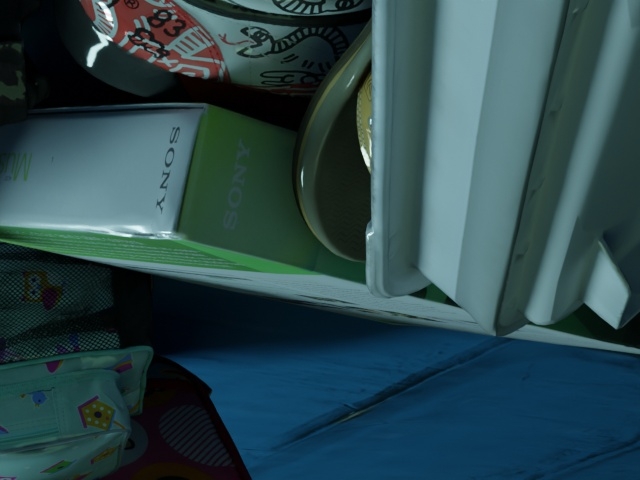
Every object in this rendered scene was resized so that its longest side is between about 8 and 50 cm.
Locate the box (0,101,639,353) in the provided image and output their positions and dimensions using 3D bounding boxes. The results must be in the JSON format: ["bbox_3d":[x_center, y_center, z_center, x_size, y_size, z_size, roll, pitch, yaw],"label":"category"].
[{"bbox_3d":[0.000,0.000,0.716,0.322,0.059,0.232,13,174,-40],"label":"box"}]

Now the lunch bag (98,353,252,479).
[{"bbox_3d":[-0.199,0.165,0.961,0.293,0.258,0.120,-4,119,-20],"label":"lunch bag"}]

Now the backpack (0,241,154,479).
[{"bbox_3d":[-0.189,0.069,0.829,0.188,0.144,0.166,1,162,-10],"label":"backpack"}]

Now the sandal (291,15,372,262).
[{"bbox_3d":[0.041,-0.047,0.507,0.072,0.049,0.180,-5,143,-29],"label":"sandal"}]

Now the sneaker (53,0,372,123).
[{"bbox_3d":[0.048,-0.097,0.558,0.270,0.090,0.145,7,157,-23],"label":"sneaker"}]

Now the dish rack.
[{"bbox_3d":[0.136,-0.101,0.403,0.285,0.072,0.333,-40,160,-14],"label":"dish rack"}]

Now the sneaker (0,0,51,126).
[{"bbox_3d":[-0.150,-0.044,0.600,0.084,0.152,0.058,1,-159,-26],"label":"sneaker"}]
